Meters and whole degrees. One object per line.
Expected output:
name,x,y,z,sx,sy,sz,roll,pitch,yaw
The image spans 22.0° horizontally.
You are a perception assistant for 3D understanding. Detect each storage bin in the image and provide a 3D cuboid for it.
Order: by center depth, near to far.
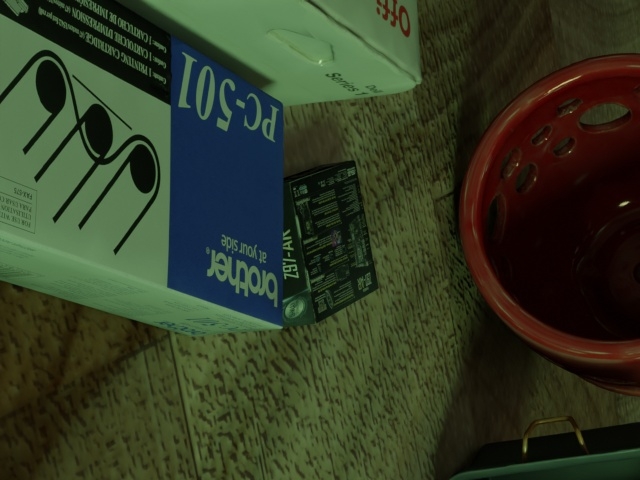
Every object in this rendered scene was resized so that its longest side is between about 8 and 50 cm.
storage bin,0.139,0.142,0.928,0.091,0.135,0.098,-52,131,-73

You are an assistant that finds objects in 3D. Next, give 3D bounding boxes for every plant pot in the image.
plant pot,0.198,0.004,1.017,0.174,0.191,0.191,44,44,-61

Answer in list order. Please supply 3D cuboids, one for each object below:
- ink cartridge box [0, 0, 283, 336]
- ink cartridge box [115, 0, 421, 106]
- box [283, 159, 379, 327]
ink cartridge box,-0.077,-0.029,0.580,0.207,0.046,0.097,26,61,-62
ink cartridge box,-0.031,-0.178,0.672,0.160,0.093,0.219,25,61,-62
box,0.000,0.000,0.779,0.083,0.018,0.067,-26,107,-65
